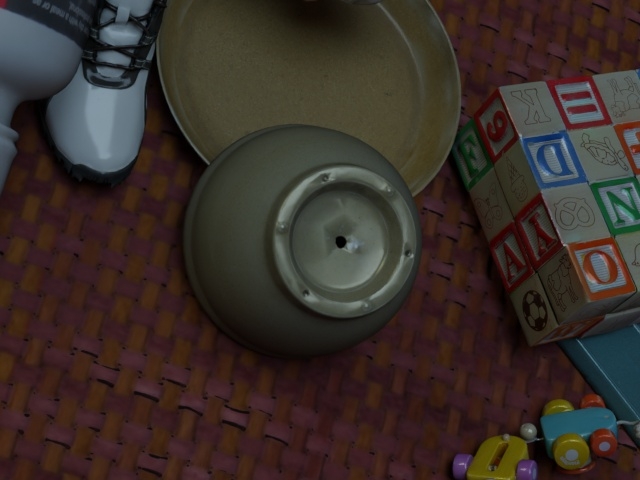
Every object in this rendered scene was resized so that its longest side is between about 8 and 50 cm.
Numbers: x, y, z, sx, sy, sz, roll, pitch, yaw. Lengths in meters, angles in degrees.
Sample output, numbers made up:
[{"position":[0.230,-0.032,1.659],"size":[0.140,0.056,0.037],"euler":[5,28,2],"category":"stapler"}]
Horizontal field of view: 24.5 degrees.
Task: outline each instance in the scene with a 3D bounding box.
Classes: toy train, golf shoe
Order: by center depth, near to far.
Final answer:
[{"position":[-0.144,-0.138,0.991],"size":[0.077,0.094,0.198],"euler":[5,71,-22],"category":"golf shoe"},{"position":[0.164,0.167,1.007],"size":[0.166,0.125,0.046],"euler":[-27,119,-32],"category":"toy train"}]

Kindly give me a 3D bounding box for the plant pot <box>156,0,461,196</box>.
[{"position":[-0.009,-0.121,1.075],"size":[0.236,0.032,0.236],"euler":[7,68,-19],"category":"plant pot"}]

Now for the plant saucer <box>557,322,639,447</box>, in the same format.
[{"position":[0.234,0.098,1.105],"size":[0.067,0.018,0.192],"euler":[-37,89,-29],"category":"plant saucer"}]

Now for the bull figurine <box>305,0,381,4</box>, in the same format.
[{"position":[-0.053,-0.280,1.050],"size":[0.310,0.101,0.188],"euler":[20,54,0],"category":"bull figurine"}]

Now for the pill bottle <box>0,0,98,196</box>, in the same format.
[{"position":[-0.215,-0.192,0.905],"size":[0.176,0.176,0.319],"euler":[17,86,-16],"category":"pill bottle"}]

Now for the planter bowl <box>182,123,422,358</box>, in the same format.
[{"position":[0.000,0.000,0.965],"size":[0.162,0.109,0.162],"euler":[0,89,-18],"category":"planter bowl"}]

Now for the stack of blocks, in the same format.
[{"position":[0.266,-0.039,1.113],"size":[0.297,0.087,0.171],"euler":[-11,69,-27],"category":"stack of blocks"}]
